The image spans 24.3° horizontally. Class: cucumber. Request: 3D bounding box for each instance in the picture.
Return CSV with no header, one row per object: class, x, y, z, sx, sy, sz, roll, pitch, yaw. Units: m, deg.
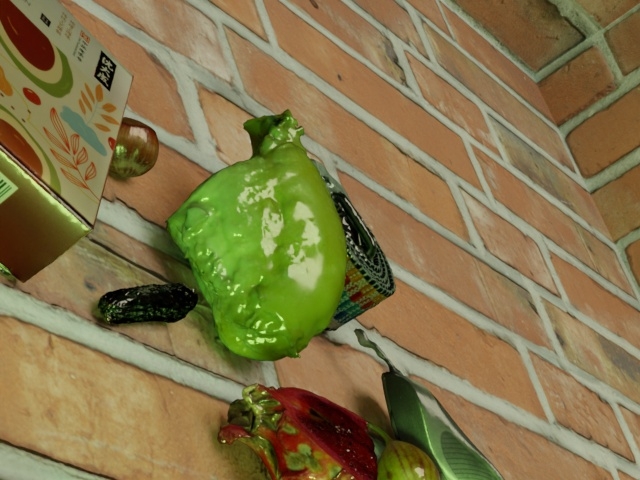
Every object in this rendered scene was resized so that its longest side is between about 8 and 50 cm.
cucumber,-0.215,0.077,1.836,0.053,0.053,0.181,61,23,15

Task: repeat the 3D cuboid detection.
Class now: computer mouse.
computer mouse,0.151,0.293,2.198,0.379,0.090,0.167,52,-16,6

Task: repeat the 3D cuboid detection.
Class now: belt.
belt,0.000,0.000,2.256,0.257,0.150,0.207,58,13,4

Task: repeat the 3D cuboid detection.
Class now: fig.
fig,0.104,0.308,2.116,0.093,0.093,0.166,12,43,-60

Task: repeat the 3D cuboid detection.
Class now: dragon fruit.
dragon fruit,-0.034,0.268,1.857,0.211,0.134,0.262,40,8,-7

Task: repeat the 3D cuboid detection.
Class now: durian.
durian,-0.081,0.007,2.038,0.255,0.204,0.340,-20,76,-36

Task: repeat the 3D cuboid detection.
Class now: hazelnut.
hazelnut,-0.259,-0.125,2.010,0.086,0.086,0.086,44,24,-26

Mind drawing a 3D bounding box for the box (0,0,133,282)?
box,-0.400,-0.191,1.739,0.344,0.122,0.385,45,24,-24
